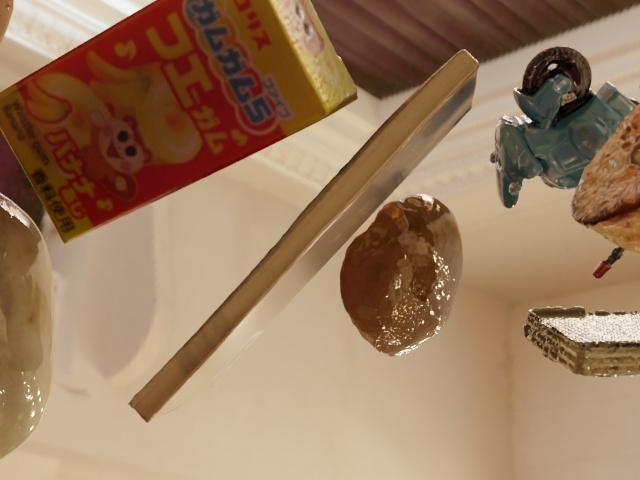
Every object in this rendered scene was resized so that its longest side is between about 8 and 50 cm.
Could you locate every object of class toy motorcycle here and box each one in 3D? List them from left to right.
[{"bbox_3d":[0.300,-0.083,1.340,0.182,0.272,0.123,-49,-159,16],"label":"toy motorcycle"}]

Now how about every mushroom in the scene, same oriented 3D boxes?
[{"bbox_3d":[-0.320,0.070,0.989,0.202,0.246,0.246,-2,-117,0],"label":"mushroom"}]

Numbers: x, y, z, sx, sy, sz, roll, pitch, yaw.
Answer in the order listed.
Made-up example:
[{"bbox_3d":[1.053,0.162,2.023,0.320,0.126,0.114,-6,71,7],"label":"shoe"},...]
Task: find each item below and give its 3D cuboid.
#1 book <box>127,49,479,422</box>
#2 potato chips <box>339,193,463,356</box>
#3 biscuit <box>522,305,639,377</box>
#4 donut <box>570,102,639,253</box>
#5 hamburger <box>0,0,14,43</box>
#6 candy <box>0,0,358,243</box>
[{"bbox_3d":[0.000,0.000,1.019,0.028,0.262,0.374,43,-87,6],"label":"book"},{"bbox_3d":[0.111,0.049,1.397,0.062,0.195,0.208,23,-63,44],"label":"potato chips"},{"bbox_3d":[0.374,0.118,1.368,0.150,0.252,0.052,-144,-124,-70],"label":"biscuit"},{"bbox_3d":[0.285,-0.063,0.928,0.190,0.074,0.174,-45,-165,38],"label":"donut"},{"bbox_3d":[-0.412,-0.258,1.113,0.170,0.290,0.314,4,-118,18],"label":"hamburger"},{"bbox_3d":[-0.122,-0.115,0.965,0.276,0.088,0.146,-22,-81,25],"label":"candy"}]
